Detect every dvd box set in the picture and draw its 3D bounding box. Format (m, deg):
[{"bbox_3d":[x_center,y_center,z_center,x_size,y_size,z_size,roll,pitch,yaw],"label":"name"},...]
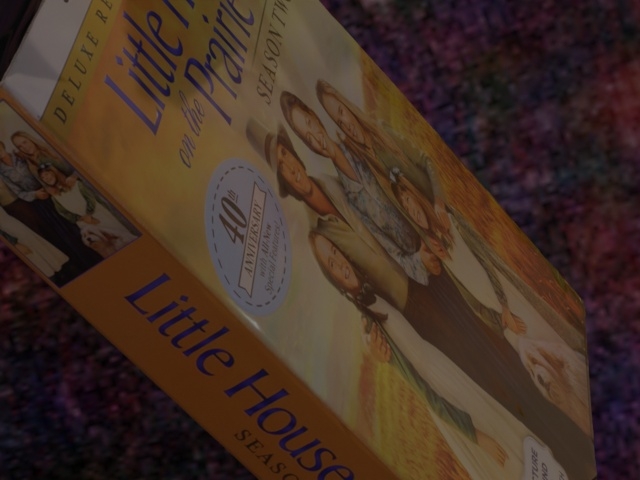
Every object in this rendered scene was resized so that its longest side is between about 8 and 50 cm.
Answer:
[{"bbox_3d":[0.000,0.000,0.876,0.420,0.062,0.307,47,28,-24],"label":"dvd box set"}]
